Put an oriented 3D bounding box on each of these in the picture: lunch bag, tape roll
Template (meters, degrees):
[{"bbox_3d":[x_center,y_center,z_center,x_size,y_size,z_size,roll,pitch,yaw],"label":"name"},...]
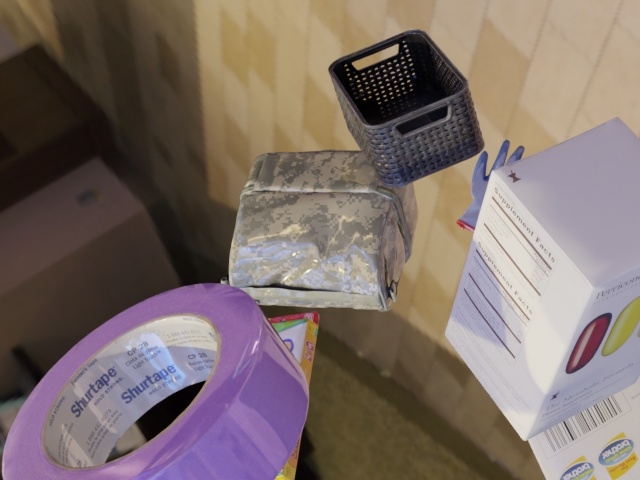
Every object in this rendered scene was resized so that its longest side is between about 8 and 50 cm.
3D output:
[{"bbox_3d":[0.000,0.000,2.123,0.305,0.256,0.212,3,140,17],"label":"lunch bag"},{"bbox_3d":[-0.151,0.164,1.131,0.275,0.275,0.090,28,155,56],"label":"tape roll"}]

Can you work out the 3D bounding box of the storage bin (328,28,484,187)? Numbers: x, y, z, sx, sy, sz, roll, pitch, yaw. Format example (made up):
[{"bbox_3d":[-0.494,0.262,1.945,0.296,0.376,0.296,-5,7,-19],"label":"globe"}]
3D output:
[{"bbox_3d":[0.094,-0.150,1.382,0.180,0.122,0.084,-116,4,-56],"label":"storage bin"}]

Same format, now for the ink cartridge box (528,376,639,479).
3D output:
[{"bbox_3d":[0.354,0.177,1.286,0.151,0.270,0.395,41,-160,-44],"label":"ink cartridge box"}]

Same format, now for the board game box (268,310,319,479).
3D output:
[{"bbox_3d":[-0.075,0.216,1.734,0.124,0.259,0.039,-11,142,31],"label":"board game box"}]

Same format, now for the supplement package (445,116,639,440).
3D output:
[{"bbox_3d":[0.214,0.038,1.066,0.134,0.139,0.244,54,156,29],"label":"supplement package"}]

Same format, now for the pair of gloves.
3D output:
[{"bbox_3d":[0.311,-0.051,1.886,0.198,0.159,0.023,30,177,-7],"label":"pair of gloves"}]
